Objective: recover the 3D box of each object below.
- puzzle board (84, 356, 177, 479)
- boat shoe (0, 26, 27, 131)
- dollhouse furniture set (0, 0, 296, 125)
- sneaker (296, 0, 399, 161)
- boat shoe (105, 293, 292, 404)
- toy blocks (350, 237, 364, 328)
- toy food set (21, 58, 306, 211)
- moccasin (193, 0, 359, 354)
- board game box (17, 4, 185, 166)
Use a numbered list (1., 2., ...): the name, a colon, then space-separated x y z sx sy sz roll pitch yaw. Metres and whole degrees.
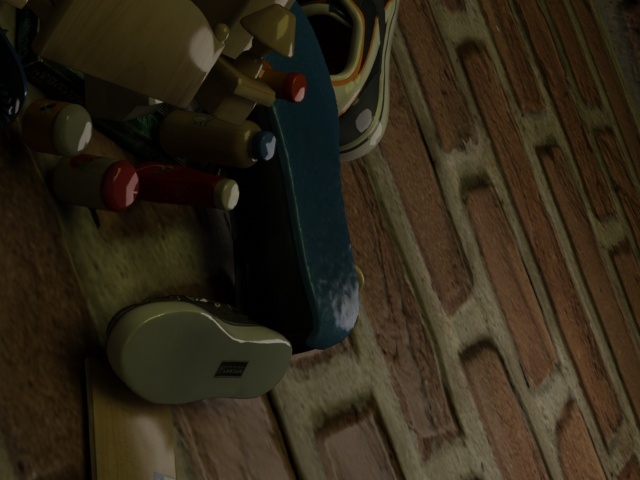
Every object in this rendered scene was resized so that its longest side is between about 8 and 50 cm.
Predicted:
1. puzzle board: -0.137 0.156 1.035 0.096 0.011 0.128 32 45 -53
2. boat shoe: -0.294 -0.149 0.870 0.258 0.109 0.089 41 19 -19
3. dollhouse furniture set: -0.151 -0.247 0.947 0.303 0.174 0.355 44 15 29
4. sneaker: 0.011 -0.249 1.494 0.127 0.126 0.321 44 36 -51
5. boat shoe: -0.104 0.073 1.095 0.076 0.080 0.228 34 11 27
6. toy blocks: 0.000 0.000 1.370 0.123 0.054 0.148 51 31 -32
7. toy food set: -0.112 -0.080 1.095 0.232 0.105 0.111 -23 119 -56
8. moccasin: -0.057 -0.067 1.243 0.138 0.117 0.342 26 52 -51
9. board game box: -0.176 -0.147 1.168 0.186 0.026 0.126 37 40 -48
